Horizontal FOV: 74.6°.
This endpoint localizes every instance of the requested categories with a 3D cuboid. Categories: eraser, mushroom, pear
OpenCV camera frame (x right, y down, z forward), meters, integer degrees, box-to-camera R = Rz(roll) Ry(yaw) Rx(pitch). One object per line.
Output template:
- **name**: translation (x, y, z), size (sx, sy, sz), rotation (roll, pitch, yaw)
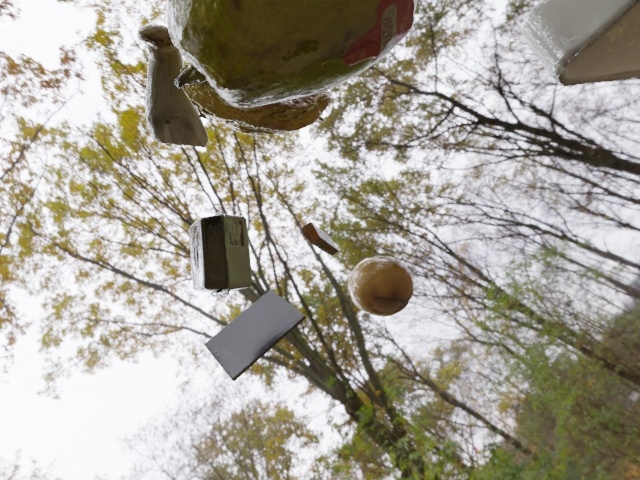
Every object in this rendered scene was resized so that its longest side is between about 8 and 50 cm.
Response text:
- **eraser**: translation (0.537, -0.414, 0.749), size (0.332, 0.149, 0.331), rotation (-16, -27, -8)
- **mushroom**: translation (-0.408, -0.413, 1.155), size (0.159, 0.122, 0.328), rotation (-14, -52, -23)
- **pear**: translation (-0.047, -0.321, 0.544), size (0.375, 0.287, 0.287), rotation (-39, -40, 5)

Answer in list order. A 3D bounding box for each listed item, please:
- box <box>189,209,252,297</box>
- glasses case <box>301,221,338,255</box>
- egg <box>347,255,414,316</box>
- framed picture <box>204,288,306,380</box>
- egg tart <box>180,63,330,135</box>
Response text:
- **box**: translation (-0.353, 0.052, 1.467), size (0.166, 0.221, 0.290), rotation (-2, -99, -31)
- **glasses case**: translation (0.000, 0.000, 1.586), size (0.049, 0.075, 0.218), rotation (-34, -24, 9)
- **egg**: translation (0.067, 0.052, 0.487), size (0.083, 0.071, 0.071), rotation (19, -79, -47)
- **framed picture**: translation (-0.251, 0.341, 1.581), size (0.339, 0.255, 0.014), rotation (-39, -52, -20)
- **egg tart**: translation (-0.144, -0.370, 1.074), size (0.351, 0.340, 0.153), rotation (-62, -2, -38)
